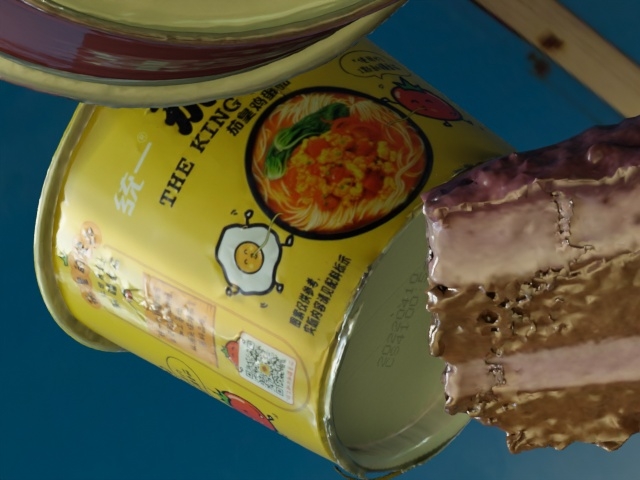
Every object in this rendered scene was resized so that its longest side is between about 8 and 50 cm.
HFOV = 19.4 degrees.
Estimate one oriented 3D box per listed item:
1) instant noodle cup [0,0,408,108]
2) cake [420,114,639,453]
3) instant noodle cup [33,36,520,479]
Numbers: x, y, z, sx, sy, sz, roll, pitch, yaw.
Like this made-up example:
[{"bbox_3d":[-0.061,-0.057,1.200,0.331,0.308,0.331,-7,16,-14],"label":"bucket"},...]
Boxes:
[{"bbox_3d":[-0.040,-0.141,0.477,0.235,0.178,0.234,-2,-80,-10],"label":"instant noodle cup"},{"bbox_3d":[0.176,-0.011,0.627,0.295,0.113,0.116,-14,-61,4],"label":"cake"},{"bbox_3d":[0.000,0.000,0.754,0.182,0.144,0.182,-34,-39,-33],"label":"instant noodle cup"}]
